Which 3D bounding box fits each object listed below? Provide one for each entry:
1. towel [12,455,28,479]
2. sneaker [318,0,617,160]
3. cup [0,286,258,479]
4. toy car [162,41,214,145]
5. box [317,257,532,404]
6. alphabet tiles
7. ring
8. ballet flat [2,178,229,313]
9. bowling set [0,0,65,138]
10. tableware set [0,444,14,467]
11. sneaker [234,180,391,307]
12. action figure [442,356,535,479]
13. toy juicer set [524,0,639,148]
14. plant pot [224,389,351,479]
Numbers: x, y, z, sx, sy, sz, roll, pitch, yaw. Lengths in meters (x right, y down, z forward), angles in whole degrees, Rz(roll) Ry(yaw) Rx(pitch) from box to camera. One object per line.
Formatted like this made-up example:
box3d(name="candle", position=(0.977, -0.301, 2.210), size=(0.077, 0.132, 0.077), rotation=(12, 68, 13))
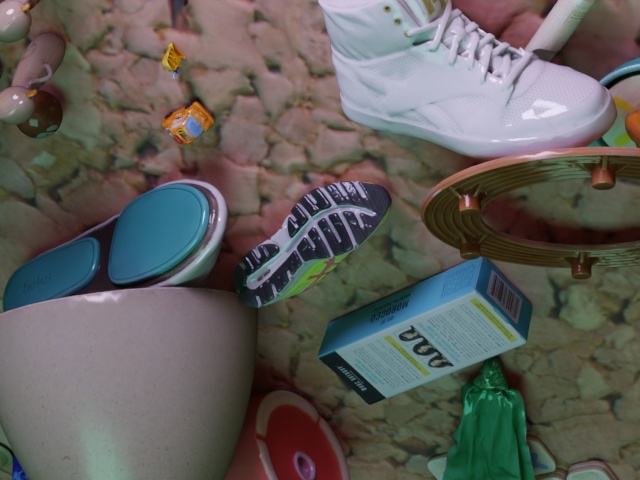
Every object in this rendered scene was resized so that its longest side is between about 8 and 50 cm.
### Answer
box3d(name="towel", position=(-0.309, 0.423, 2.171), size=(0.308, 0.076, 0.228), rotation=(11, 137, 8))
box3d(name="sneaker", position=(0.125, -0.176, 1.363), size=(0.292, 0.108, 0.169), rotation=(11, 138, 32))
box3d(name="cup", position=(-0.223, 0.207, 1.699), size=(0.331, 0.237, 0.331), rotation=(-7, 165, -2))
box3d(name="toy car", position=(-0.160, -0.149, 1.567), size=(0.060, 0.040, 0.122), rotation=(-6, 132, 24))
box3d(name="box", position=(0.121, 0.108, 1.716), size=(0.244, 0.060, 0.100), rotation=(-26, 121, 37))
box3d(name="alphabet tiles", position=(0.278, 0.364, 1.951), size=(0.284, 0.021, 0.278), rotation=(-18, 126, 32))
box3d(name="ring", position=(0.267, -0.017, 1.451), size=(0.336, 0.032, 0.336), rotation=(1, 161, 0))
box3d(name="ballet flat", position=(-0.214, 0.033, 1.725), size=(0.400, 0.139, 0.139), rotation=(-22, 124, 40))
box3d(name="bowling set", position=(-0.345, -0.160, 1.535), size=(0.287, 0.154, 0.200), rotation=(-18, 125, 33))
box3d(name="tableware set", position=(-0.533, 0.307, 2.171), size=(0.141, 0.020, 0.169), rotation=(-24, 123, 35))
box3d(name="sneaker", position=(0.000, 0.000, 1.648), size=(0.208, 0.094, 0.081), rotation=(-34, 73, 24))
box3d(name="action figure", position=(0.214, 0.238, 1.813), size=(0.137, 0.063, 0.232), rotation=(8, 129, 17))
box3d(name="toy juicer set", position=(0.319, -0.146, 1.371), size=(0.329, 0.089, 0.209), rotation=(11, 137, 8))
box3d(name="plant pot", position=(-0.111, 0.328, 1.888), size=(0.243, 0.275, 0.275), rotation=(-28, 121, 26))
